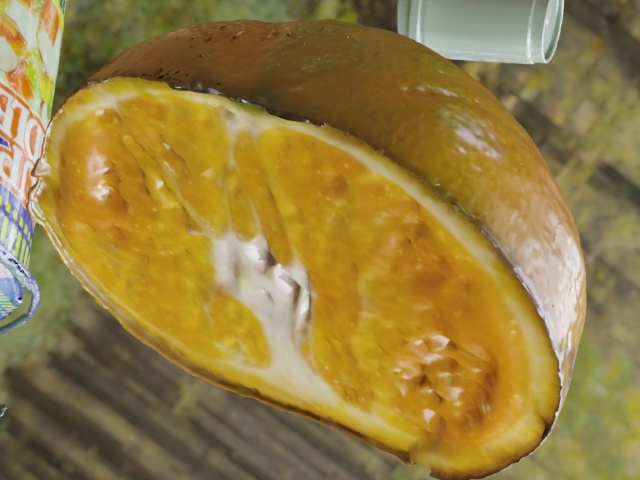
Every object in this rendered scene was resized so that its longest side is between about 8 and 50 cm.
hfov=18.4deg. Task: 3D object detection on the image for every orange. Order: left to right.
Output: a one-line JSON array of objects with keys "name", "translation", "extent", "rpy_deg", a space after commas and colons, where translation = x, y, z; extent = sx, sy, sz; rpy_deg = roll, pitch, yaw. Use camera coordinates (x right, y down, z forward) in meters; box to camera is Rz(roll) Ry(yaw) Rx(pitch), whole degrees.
[{"name": "orange", "translation": [0.003, 0.002, 1.096], "extent": [0.274, 0.274, 0.310], "rpy_deg": [-52, -138, 9]}]

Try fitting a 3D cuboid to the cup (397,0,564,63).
[{"name": "cup", "translation": [0.149, -0.213, 1.822], "extent": [0.120, 0.141, 0.120], "rpy_deg": [8, 90, -75]}]

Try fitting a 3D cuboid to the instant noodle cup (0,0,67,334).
[{"name": "instant noodle cup", "translation": [-0.334, -0.114, 1.621], "extent": [0.284, 0.284, 0.312], "rpy_deg": [132, -28, -60]}]

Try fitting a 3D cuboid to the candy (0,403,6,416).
[{"name": "candy", "translation": [-0.508, 0.167, 1.848], "extent": [0.398, 0.263, 0.172], "rpy_deg": [-36, -153, -21]}]
